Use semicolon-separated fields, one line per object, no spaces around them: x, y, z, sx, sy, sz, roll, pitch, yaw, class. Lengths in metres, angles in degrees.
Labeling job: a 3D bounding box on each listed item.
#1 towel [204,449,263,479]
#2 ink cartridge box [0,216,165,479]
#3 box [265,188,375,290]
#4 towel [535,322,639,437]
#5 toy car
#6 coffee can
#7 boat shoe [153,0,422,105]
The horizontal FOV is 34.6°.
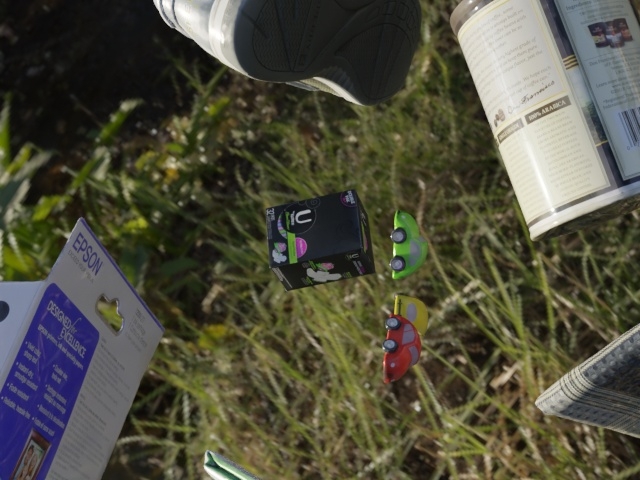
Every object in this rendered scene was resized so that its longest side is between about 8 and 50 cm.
-0.007;0.414;1.425;0.248;0.325;0.038;13;62;49;towel
-0.183;0.112;0.679;0.045;0.206;0.208;15;67;14;ink cartridge box
0.000;0.000;0.898;0.083;0.052;0.062;-11;61;11;box
0.519;0.184;1.457;0.312;0.324;0.056;-46;39;35;towel
0.128;0.069;1.482;0.053;0.239;0.225;3;102;9;toy car
0.286;-0.161;1.164;0.201;0.201;0.275;-23;80;26;coffee can
-0.009;-0.188;0.902;0.103;0.320;0.118;26;109;27;boat shoe
